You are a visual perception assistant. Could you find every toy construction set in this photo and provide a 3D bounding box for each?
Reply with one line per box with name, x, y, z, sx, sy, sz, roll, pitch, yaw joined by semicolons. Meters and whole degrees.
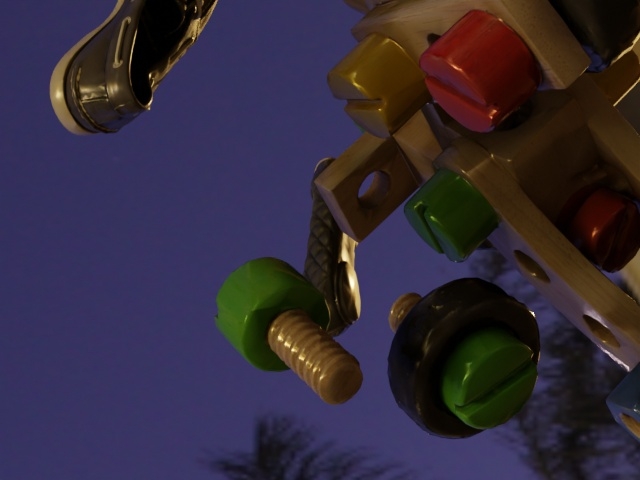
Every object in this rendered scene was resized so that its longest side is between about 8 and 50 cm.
toy construction set;0.092;-0.089;0.630;0.257;0.237;0.309;23;-80;-39

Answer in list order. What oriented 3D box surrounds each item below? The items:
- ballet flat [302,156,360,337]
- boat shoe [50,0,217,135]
ballet flat;0.000;0.000;1.055;0.173;0.049;0.057;-87;-25;-50
boat shoe;-0.099;-0.145;1.004;0.075;0.065;0.206;58;-136;-31
